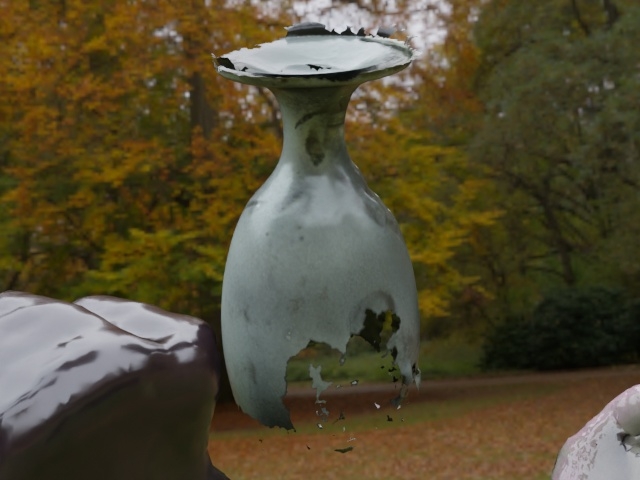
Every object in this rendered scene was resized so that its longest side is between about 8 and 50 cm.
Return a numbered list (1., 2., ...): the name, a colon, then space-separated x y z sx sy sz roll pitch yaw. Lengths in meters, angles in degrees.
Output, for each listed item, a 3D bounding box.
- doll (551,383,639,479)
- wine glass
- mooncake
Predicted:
1. doll: 0.231 0.175 0.576 0.192 0.149 0.095 25 -22 8
2. wine glass: -0.002 -0.004 0.857 0.190 0.357 0.190 -2 20 1
3. mooncake: -0.224 0.230 0.754 0.212 0.381 0.350 18 20 32
